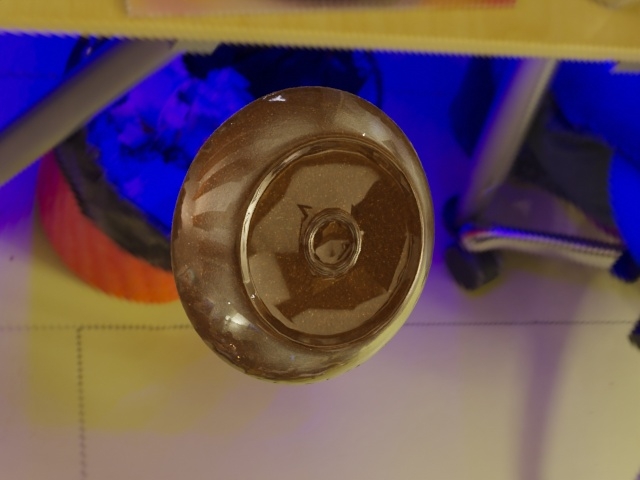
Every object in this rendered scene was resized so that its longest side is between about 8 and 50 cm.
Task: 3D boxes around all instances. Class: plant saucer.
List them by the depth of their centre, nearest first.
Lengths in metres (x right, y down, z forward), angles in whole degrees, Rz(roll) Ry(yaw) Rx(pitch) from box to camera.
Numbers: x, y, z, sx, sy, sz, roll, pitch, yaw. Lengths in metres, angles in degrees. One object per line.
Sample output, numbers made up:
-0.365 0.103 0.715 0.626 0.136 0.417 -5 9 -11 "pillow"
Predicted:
0.000 0.000 0.976 0.198 0.036 0.198 -5 100 -29 "plant saucer"
